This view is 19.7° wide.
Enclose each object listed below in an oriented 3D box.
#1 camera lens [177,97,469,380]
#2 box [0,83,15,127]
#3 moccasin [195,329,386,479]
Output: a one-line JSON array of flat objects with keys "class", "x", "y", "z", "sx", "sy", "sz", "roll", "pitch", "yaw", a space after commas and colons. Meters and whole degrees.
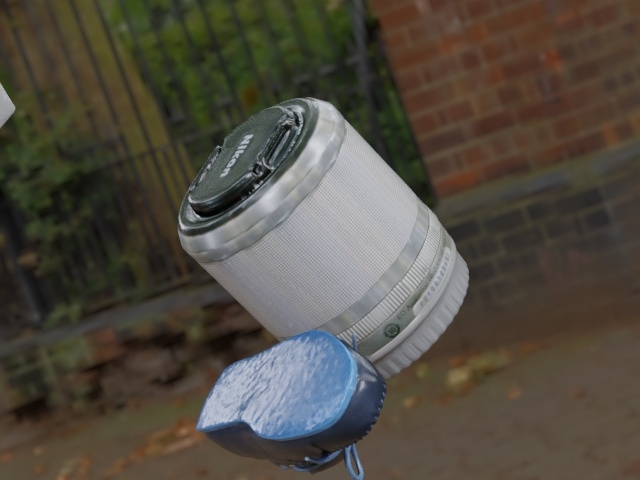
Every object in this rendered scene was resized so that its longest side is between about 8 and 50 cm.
[{"class": "camera lens", "x": 0.000, "y": 0.000, "z": 1.988, "sx": 0.219, "sy": 0.274, "sz": 0.219, "roll": -37, "pitch": 23, "yaw": 19}, {"class": "box", "x": -0.368, "y": -0.117, "z": 1.476, "sx": 0.119, "sy": 0.181, "sz": 0.182, "roll": 23, "pitch": 63, "yaw": 29}, {"class": "moccasin", "x": -0.006, "y": 0.162, "z": 1.811, "sx": 0.137, "sy": 0.117, "sz": 0.342, "roll": -62, "pitch": 18, "yaw": -13}]
